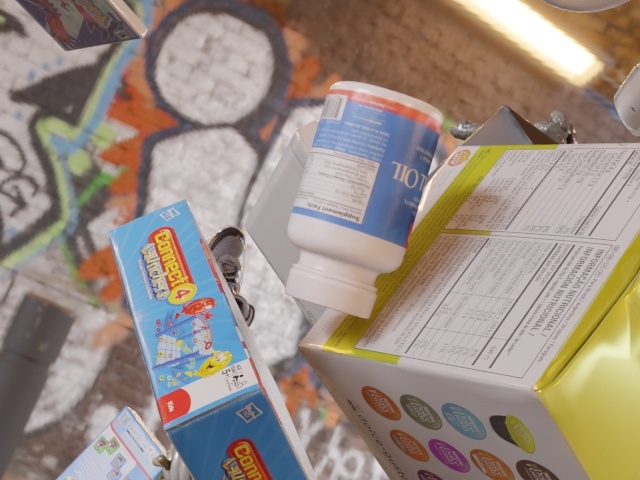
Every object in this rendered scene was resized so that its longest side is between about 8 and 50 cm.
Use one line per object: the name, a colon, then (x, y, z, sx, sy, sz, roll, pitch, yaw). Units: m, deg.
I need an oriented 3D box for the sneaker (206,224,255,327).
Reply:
sneaker: (-0.169, 0.089, 1.997, 0.101, 0.269, 0.153, 27, -22, -26)

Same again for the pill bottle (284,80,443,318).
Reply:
pill bottle: (0.038, -0.039, 1.120, 0.124, 0.221, 0.124, 16, -1, 0)

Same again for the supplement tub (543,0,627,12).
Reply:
supplement tub: (0.432, -0.548, 1.784, 0.228, 0.316, 0.228, 6, -39, 5)

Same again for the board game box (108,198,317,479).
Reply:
board game box: (-0.082, 0.164, 1.057, 0.302, 0.086, 0.308, -119, -174, -53)

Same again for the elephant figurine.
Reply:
elephant figurine: (0.363, -0.142, 2.084, 0.239, 0.186, 0.169, -12, -64, 26)

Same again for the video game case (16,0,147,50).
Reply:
video game case: (-0.375, -0.356, 1.597, 0.183, 0.023, 0.201, 0, -34, 40)

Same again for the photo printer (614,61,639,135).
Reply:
photo printer: (0.662, -0.298, 1.976, 0.107, 0.256, 0.307, 61, 3, 8)

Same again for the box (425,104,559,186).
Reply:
box: (0.242, -0.048, 1.616, 0.184, 0.261, 0.103, 24, 30, -46)

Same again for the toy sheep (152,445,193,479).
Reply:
toy sheep: (-0.141, 0.263, 1.284, 0.132, 0.091, 0.091, 7, -13, 31)

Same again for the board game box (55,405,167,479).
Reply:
board game box: (-0.374, 0.426, 1.973, 0.160, 0.211, 0.039, 42, -4, 38)

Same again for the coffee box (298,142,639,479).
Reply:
coffee box: (0.253, 0.128, 1.201, 0.334, 0.338, 0.338, 4, -44, 49)

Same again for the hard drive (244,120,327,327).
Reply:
hard drive: (0.000, 0.000, 1.591, 0.233, 0.047, 0.353, 55, -22, 8)
